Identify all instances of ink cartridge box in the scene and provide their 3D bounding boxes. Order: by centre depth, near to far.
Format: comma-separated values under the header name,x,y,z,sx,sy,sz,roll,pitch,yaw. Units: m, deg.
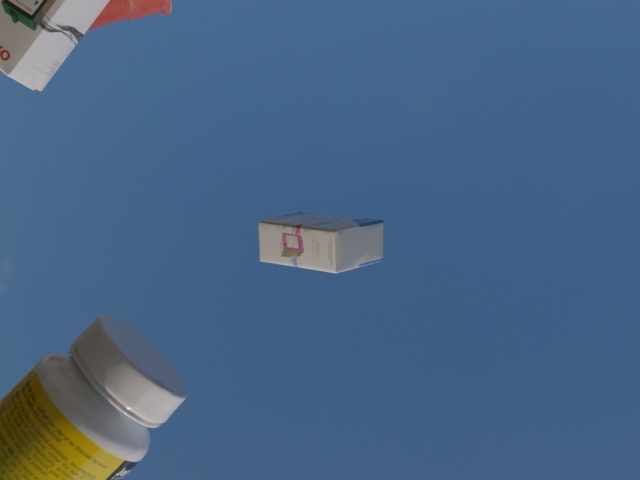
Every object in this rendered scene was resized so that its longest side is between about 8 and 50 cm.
name,x,y,z,sx,sy,sz,roll,pitch,yaw
ink cartridge box,0.000,0.000,1.050,0.122,0.052,0.088,9,-166,41
ink cartridge box,-0.393,-0.340,1.229,0.160,0.092,0.219,39,-86,11

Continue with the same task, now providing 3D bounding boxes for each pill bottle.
name,x,y,z,sx,sy,sz,roll,pitch,yaw
pill bottle,-0.216,0.167,0.735,0.208,0.119,0.119,-46,-124,1

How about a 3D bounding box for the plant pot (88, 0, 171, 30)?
name,x,y,z,sx,sy,sz,roll,pitch,yaw
plant pot,-0.414,-0.435,1.424,0.265,0.272,0.272,-27,-127,-13
